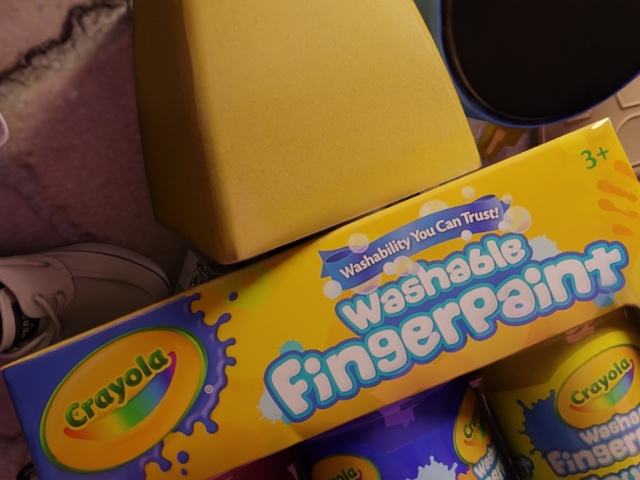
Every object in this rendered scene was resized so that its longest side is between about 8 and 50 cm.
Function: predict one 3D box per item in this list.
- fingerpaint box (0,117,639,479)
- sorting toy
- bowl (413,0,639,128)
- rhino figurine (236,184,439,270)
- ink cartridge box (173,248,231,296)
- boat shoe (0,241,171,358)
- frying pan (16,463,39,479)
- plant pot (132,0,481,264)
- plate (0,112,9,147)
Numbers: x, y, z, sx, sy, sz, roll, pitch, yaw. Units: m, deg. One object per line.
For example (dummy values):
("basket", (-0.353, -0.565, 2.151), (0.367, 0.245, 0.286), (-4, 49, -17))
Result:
("fingerpaint box", (0.061, 0.173, 0.443), (0.445, 0.163, 0.370), (-22, 84, 0))
("sorting toy", (0.326, -0.153, 0.772), (0.308, 0.041, 0.228), (-16, 117, -18))
("bowl", (0.241, -0.281, 0.546), (0.392, 0.077, 0.390), (-17, 134, -18))
("rhino figurine", (0.000, 0.000, 0.598), (0.243, 0.106, 0.073), (-37, 98, -11))
("ink cartridge box", (-0.123, 0.072, 0.575), (0.029, 0.063, 0.115), (12, 105, -36))
("boat shoe", (-0.245, 0.052, 0.472), (0.268, 0.088, 0.096), (9, 106, -35))
("frying pan", (-0.111, 0.215, 0.602), (0.326, 0.197, 0.053), (-37, 167, -9))
("plant pot", (-0.036, -0.122, 0.462), (0.212, 0.212, 0.187), (-22, 108, -22))
("plate", (-0.384, -0.119, 0.333), (0.277, 0.045, 0.277), (-31, 125, -15))
